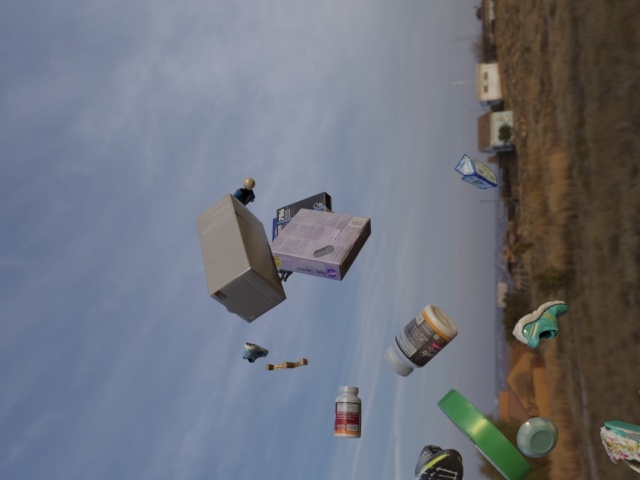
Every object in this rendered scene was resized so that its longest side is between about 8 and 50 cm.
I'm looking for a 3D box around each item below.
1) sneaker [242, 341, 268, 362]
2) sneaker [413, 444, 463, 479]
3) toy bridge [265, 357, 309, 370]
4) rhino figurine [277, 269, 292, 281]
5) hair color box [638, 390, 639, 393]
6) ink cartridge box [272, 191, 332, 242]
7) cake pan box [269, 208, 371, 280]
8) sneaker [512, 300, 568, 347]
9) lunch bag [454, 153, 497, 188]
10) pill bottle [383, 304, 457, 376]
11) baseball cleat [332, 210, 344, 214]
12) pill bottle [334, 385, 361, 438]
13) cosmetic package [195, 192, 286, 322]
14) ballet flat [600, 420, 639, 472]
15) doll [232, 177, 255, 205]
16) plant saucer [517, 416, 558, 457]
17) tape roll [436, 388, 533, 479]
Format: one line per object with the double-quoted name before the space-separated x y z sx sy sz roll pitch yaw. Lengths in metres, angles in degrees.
"sneaker" -0.272 0.463 1.921 0.162 0.063 0.073 38 -107 -59
"sneaker" 0.329 0.646 1.361 0.300 0.111 0.121 103 180 -50
"toy bridge" -0.123 0.489 1.849 0.063 0.188 0.026 28 -128 -53
"rhino figurine" -0.184 0.110 2.272 0.106 0.073 0.243 -57 -25 -22
"hair color box" 1.062 0.527 1.460 0.072 0.043 0.141 35 -154 -16
"ink cartridge box" -0.101 -0.087 2.084 0.065 0.332 0.165 33 -135 -48
"cake pan box" 0.000 0.000 1.418 0.267 0.245 0.070 -55 -33 -48
"sneaker" 0.817 0.310 1.716 0.275 0.110 0.107 -23 -42 -28
"lunch bag" 0.647 -0.275 1.941 0.096 0.128 0.151 -61 22 19
"pill bottle" 0.388 0.397 1.850 0.278 0.162 0.162 -50 -11 20
"baseball cleat" 0.060 -0.090 2.233 0.072 0.205 0.109 111 -176 -70
"pill bottle" 0.088 0.547 1.500 0.086 0.086 0.152 50 -141 -58
"cosmetic package" -0.163 0.031 0.944 0.127 0.107 0.238 47 -169 -45
"ballet flat" 0.557 0.346 0.744 0.241 0.091 0.077 142 128 -74
"doll" -0.256 -0.116 1.451 0.189 0.046 0.129 -51 -18 26
"plant saucer" 0.974 0.885 2.093 0.037 0.195 0.195 -120 27 -82
"tape roll" 0.510 0.615 1.484 0.077 0.321 0.321 -42 -34 -5
